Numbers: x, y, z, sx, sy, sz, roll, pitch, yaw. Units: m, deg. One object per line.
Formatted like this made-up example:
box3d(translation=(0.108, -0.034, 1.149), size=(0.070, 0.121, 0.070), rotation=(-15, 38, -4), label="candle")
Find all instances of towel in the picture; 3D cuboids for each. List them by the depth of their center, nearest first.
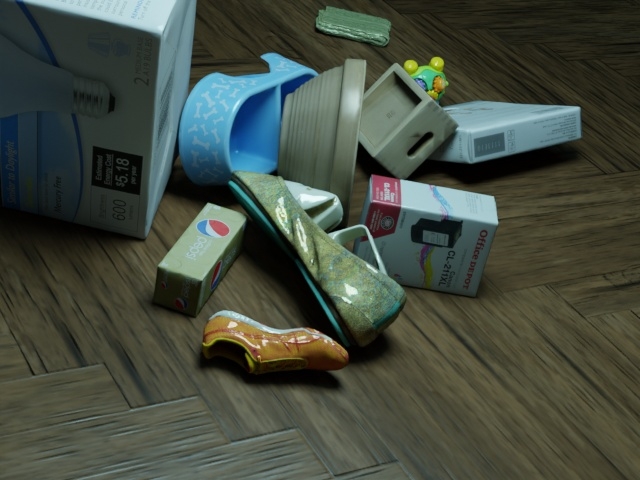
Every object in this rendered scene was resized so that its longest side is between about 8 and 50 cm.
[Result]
box3d(translation=(0.064, -0.418, 2.416), size=(0.148, 0.027, 0.110), rotation=(11, 30, 0), label="towel")

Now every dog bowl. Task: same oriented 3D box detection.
box3d(translation=(-0.089, -0.173, 1.812), size=(0.074, 0.165, 0.297), rotation=(14, 26, 29), label="dog bowl")

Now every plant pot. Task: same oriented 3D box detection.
box3d(translation=(-0.001, -0.142, 1.750), size=(0.110, 0.237, 0.237), rotation=(7, 31, 2), label="plant pot")

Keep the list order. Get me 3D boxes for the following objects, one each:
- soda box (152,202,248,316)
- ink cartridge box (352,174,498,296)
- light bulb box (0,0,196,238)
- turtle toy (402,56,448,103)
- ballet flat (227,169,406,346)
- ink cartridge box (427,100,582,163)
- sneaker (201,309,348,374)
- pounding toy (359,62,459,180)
box3d(translation=(-0.153, 0.022, 1.595), size=(0.061, 0.058, 0.181), rotation=(18, 31, 8), label="soda box")
box3d(translation=(0.140, -0.006, 1.678), size=(0.175, 0.127, 0.072), rotation=(10, 32, -4), label="ink cartridge box")
box3d(translation=(-0.363, -0.233, 1.615), size=(0.361, 0.357, 0.225), rotation=(12, 44, 1), label="light bulb box")
box3d(translation=(0.163, -0.261, 2.150), size=(0.130, 0.095, 0.066), rotation=(-9, 59, -17), label="turtle toy")
box3d(translation=(0.000, 0.000, 1.619), size=(0.123, 0.123, 0.348), rotation=(-8, 40, -30), label="ballet flat")
box3d(translation=(0.259, -0.185, 2.084), size=(0.275, 0.060, 0.239), rotation=(-14, 15, -37), label="ink cartridge box")
box3d(translation=(-0.054, 0.135, 1.463), size=(0.175, 0.064, 0.067), rotation=(9, 51, 4), label="sneaker")
box3d(translation=(0.092, -0.185, 1.979), size=(0.094, 0.181, 0.206), rotation=(37, 12, -40), label="pounding toy")
